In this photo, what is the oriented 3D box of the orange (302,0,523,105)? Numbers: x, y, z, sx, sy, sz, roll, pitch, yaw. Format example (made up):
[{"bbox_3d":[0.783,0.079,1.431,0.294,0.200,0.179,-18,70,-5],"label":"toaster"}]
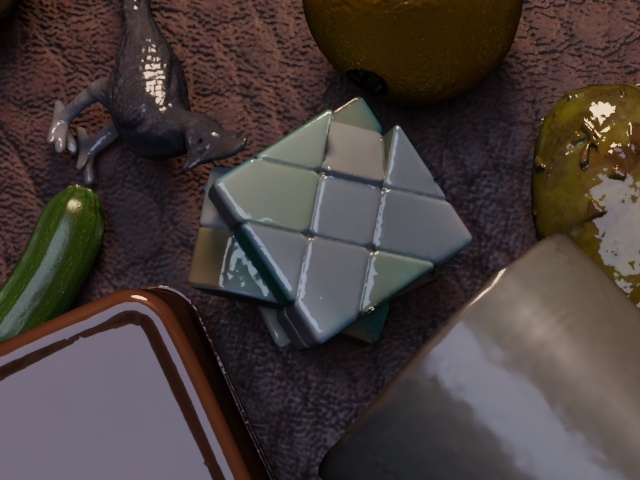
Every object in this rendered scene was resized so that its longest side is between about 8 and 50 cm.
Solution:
[{"bbox_3d":[0.090,-0.241,1.651,0.236,0.236,0.236,-1,77,6],"label":"orange"}]

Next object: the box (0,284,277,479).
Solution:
[{"bbox_3d":[-0.173,0.224,1.546,0.239,0.229,0.339,-25,86,-2],"label":"box"}]

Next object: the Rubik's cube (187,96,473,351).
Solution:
[{"bbox_3d":[0.000,0.000,1.624,0.265,0.213,0.224,-32,90,-13],"label":"Rubik's cube"}]

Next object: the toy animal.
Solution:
[{"bbox_3d":[-0.191,-0.150,1.720,0.206,0.081,0.367,-42,46,20],"label":"toy animal"}]

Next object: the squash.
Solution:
[{"bbox_3d":[-0.282,0.045,1.708,0.077,0.068,0.219,33,82,-7],"label":"squash"}]

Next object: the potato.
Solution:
[{"bbox_3d":[0.297,-0.010,1.619,0.176,0.141,0.298,-19,75,5],"label":"potato"}]

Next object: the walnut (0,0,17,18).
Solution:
[{"bbox_3d":[-0.406,-0.336,1.729,0.273,0.227,0.273,-1,80,4],"label":"walnut"}]

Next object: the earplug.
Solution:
[{"bbox_3d":[0.237,0.236,1.481,0.312,0.312,0.394,-43,77,-4],"label":"earplug"}]
